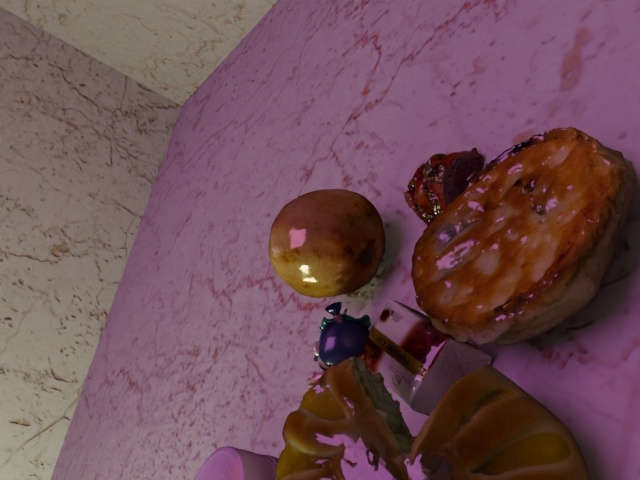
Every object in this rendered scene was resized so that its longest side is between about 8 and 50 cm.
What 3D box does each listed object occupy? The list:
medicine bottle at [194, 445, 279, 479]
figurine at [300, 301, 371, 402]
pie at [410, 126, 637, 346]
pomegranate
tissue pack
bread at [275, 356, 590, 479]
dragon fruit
[{"bbox_3d":[-0.032,0.366,0.785,0.152,0.254,0.152,-40,36,37],"label":"medicine bottle"},{"bbox_3d":[0.035,0.205,0.993,0.102,0.112,0.194,141,145,-69],"label":"figurine"},{"bbox_3d":[0.241,-0.002,0.767,0.315,0.092,0.315,-38,27,24],"label":"pie"},{"bbox_3d":[0.012,0.001,1.079,0.207,0.207,0.207,-41,35,37],"label":"pomegranate"},{"bbox_3d":[0.137,0.161,0.838,0.106,0.099,0.149,-63,27,1],"label":"tissue pack"},{"bbox_3d":[0.102,0.259,0.628,0.333,0.160,0.332,-10,57,17],"label":"bread"},{"bbox_3d":[0.186,-0.094,0.976,0.102,0.096,0.147,-25,44,55],"label":"dragon fruit"}]
